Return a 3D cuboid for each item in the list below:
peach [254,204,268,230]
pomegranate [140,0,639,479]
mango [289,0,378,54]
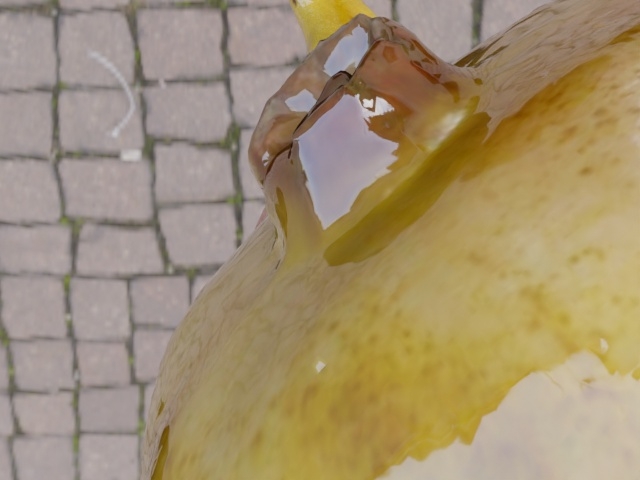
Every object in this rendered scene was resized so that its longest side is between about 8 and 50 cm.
[{"bbox_3d":[0.002,0.001,0.838,0.083,0.083,0.083,-3,127,-4],"label":"peach"},{"bbox_3d":[0.115,0.087,0.512,0.416,0.417,0.417,-3,127,-4],"label":"pomegranate"},{"bbox_3d":[0.028,-0.165,1.312,0.098,0.190,0.075,12,132,-47],"label":"mango"}]
